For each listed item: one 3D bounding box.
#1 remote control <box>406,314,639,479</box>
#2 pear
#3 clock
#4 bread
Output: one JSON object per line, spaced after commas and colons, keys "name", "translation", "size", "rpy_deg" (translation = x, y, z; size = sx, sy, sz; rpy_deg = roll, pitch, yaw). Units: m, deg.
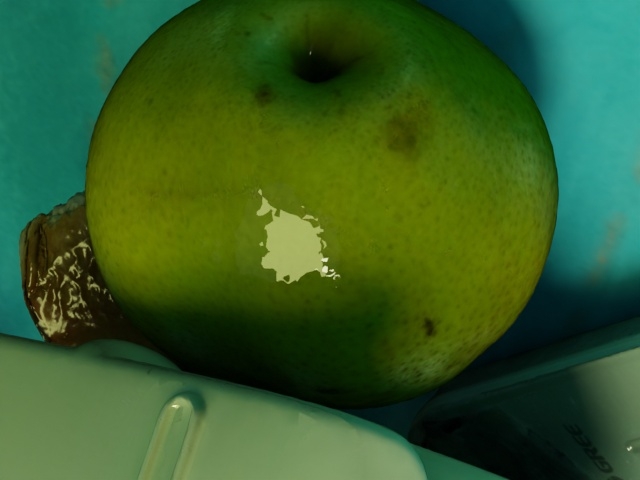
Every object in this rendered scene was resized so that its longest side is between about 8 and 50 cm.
{"name": "remote control", "translation": [0.141, 0.081, 0.787], "size": [0.247, 0.052, 0.104], "rpy_deg": [-21, 116, 43]}
{"name": "pear", "translation": [0.000, 0.000, 0.709], "size": [0.180, 0.166, 0.216], "rpy_deg": [8, 136, 8]}
{"name": "clock", "translation": [-0.003, 0.135, 0.738], "size": [0.265, 0.108, 0.324], "rpy_deg": [6, 164, 41]}
{"name": "bread", "translation": [-0.069, 0.018, 0.820], "size": [0.129, 0.044, 0.126], "rpy_deg": [-34, 107, 19]}
